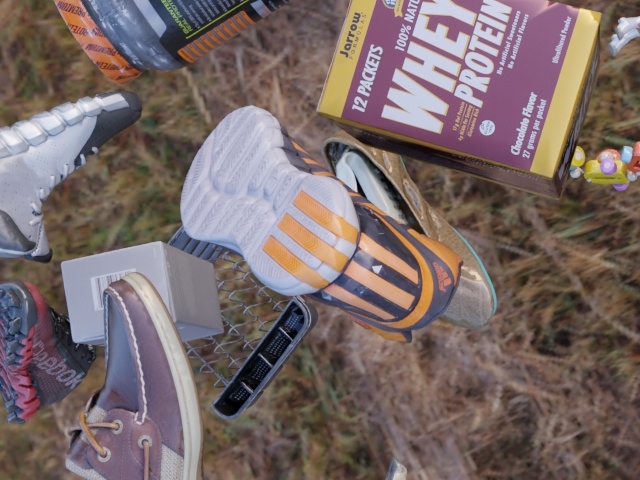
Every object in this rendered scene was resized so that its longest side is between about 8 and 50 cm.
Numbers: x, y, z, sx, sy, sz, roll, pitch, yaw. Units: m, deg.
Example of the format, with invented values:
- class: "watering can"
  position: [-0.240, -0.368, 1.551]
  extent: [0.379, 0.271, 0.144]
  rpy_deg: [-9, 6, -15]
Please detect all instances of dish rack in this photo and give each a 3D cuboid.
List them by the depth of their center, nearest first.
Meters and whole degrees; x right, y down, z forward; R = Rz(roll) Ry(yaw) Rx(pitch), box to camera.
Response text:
- class: "dish rack"
  position: [-0.144, 0.097, 1.709]
  extent: [0.271, 0.074, 0.208]
  rpy_deg: [44, 107, 21]

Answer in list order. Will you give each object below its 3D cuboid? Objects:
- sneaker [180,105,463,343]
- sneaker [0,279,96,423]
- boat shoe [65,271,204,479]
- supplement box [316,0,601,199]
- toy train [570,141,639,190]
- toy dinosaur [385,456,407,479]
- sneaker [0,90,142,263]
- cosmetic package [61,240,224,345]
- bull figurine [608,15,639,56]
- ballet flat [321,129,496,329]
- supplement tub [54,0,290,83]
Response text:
- class: "sneaker"
  position: [0.000, 0.000, 1.002]
  extent: [0.125, 0.180, 0.321]
  rpy_deg: [-54, 31, 8]
- class: "sneaker"
  position: [-0.352, 0.127, 1.499]
  extent: [0.098, 0.135, 0.276]
  rpy_deg: [54, 152, 26]
- class: "boat shoe"
  position: [-0.190, 0.206, 1.170]
  extent: [0.123, 0.123, 0.342]
  rpy_deg: [17, 115, 61]
- class: "supplement box"
  position: [0.123, -0.128, 0.980]
  extent: [0.191, 0.194, 0.129]
  rpy_deg: [17, 91, 14]
- class: "toy train"
  position: [0.325, -0.107, 1.391]
  extent: [0.166, 0.125, 0.046]
  rpy_deg: [12, 73, 9]
- class: "toy dinosaur"
  position: [0.000, 0.272, 0.718]
  extent: [0.118, 0.064, 0.268]
  rpy_deg: [40, 91, 18]
- class: "sneaker"
  position: [-0.257, -0.049, 1.111]
  extent: [0.086, 0.228, 0.132]
  rpy_deg: [-9, 104, 68]
- class: "cosmetic package"
  position: [-0.207, 0.071, 1.423]
  extent: [0.127, 0.238, 0.107]
  rpy_deg: [-13, 78, 9]
- class: "bull figurine"
  position: [0.485, -0.354, 1.640]
  extent: [0.101, 0.188, 0.310]
  rpy_deg: [-100, -9, -77]
- class: "ballet flat"
  position: [0.099, -0.018, 1.570]
  extent: [0.116, 0.124, 0.342]
  rpy_deg: [-49, 60, 40]
- class: "supplement tub"
  position: [-0.142, -0.342, 1.418]
  extent: [0.338, 0.207, 0.207]
  rpy_deg: [-30, 77, 8]
